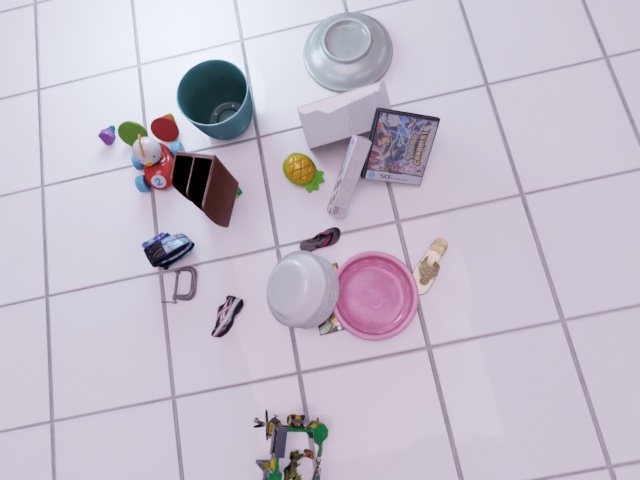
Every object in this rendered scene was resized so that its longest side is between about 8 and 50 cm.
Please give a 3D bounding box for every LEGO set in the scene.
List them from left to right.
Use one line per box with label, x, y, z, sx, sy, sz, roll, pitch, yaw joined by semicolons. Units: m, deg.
LEGO set;-0.115;0.770;1.561;0.254;0.192;0.332;4;79;-23

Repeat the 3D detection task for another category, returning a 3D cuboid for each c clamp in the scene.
c clamp;-0.570;0.182;1.795;0.137;0.022;0.161;7;78;8

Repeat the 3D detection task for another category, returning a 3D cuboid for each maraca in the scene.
maraca;-0.069;-0.280;1.815;0.185;0.099;0.127;36;91;-13

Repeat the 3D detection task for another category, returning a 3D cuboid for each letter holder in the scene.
letter holder;-0.442;-0.178;1.679;0.151;0.302;0.215;7;80;7

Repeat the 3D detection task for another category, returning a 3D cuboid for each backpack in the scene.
backpack;-0.601;0.027;1.765;0.173;0.158;0.117;-32;83;-4

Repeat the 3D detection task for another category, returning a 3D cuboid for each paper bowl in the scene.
paper bowl;-0.084;0.177;1.623;0.284;0.148;0.285;-10;71;33

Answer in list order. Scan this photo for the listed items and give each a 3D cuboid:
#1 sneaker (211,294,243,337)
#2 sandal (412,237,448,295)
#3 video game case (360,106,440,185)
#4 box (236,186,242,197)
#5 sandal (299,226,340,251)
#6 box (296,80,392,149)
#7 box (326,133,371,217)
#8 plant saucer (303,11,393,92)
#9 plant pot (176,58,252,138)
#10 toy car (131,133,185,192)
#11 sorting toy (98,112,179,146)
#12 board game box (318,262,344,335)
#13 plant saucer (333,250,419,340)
sneaker;-0.377;0.296;1.734;0.077;0.072;0.178;26;73;23
sandal;0.417;0.091;1.681;0.088;0.079;0.240;27;81;11
video game case;0.303;-0.355;1.700;0.248;0.035;0.275;6;119;-11
box;-0.427;-0.191;1.857;0.179;0.043;0.105;-35;77;-4
sandal;0.000;0.000;1.767;0.179;0.040;0.067;-24;75;0
box;0.094;-0.492;1.759;0.344;0.215;0.169;-16;102;3
box;0.107;-0.244;1.711;0.067;0.063;0.324;10;114;-19
plant saucer;0.117;-0.847;1.922;0.399;0.100;0.401;-1;76;5
plant pot;-0.414;-0.556;1.840;0.292;0.235;0.294;-1;76;6
toy car;-0.697;-0.335;1.818;0.219;0.238;0.211;-15;76;3
sorting toy;-0.793;-0.505;1.956;0.364;0.127;0.126;-6;47;7
board game box;0.033;0.226;1.718;0.136;0.030;0.260;-15;76;0
plant saucer;0.198;0.209;1.661;0.331;0.084;0.333;1;75;-2
